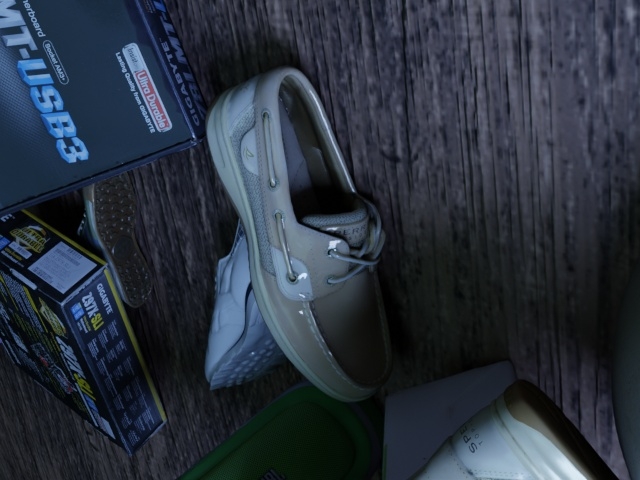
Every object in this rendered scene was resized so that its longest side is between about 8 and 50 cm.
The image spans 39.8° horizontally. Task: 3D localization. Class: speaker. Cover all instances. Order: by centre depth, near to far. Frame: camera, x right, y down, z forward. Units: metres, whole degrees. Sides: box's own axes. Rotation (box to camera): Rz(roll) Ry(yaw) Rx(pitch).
[{"bbox_3d":[-0.065,0.248,0.834,0.131,0.296,0.131,24,130,32],"label":"speaker"}]

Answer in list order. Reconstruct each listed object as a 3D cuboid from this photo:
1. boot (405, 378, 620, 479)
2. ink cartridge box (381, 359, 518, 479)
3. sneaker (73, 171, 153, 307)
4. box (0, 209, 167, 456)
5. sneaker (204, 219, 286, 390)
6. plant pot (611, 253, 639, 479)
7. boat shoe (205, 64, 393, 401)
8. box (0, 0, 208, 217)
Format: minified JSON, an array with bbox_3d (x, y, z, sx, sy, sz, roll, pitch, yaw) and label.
[{"bbox_3d":[0.123,0.241,0.527,0.203,0.095,0.262,-38,89,14],"label":"boot"},{"bbox_3d":[0.162,0.302,0.705,0.119,0.207,0.354,-20,103,11],"label":"ink cartridge box"},{"bbox_3d":[-0.259,-0.011,1.032,0.086,0.064,0.192,14,127,32],"label":"sneaker"},{"bbox_3d":[-0.337,0.103,1.125,0.257,0.079,0.322,26,144,28],"label":"box"},{"bbox_3d":[-0.074,0.070,0.908,0.095,0.090,0.235,57,142,26],"label":"sneaker"},{"bbox_3d":[0.279,0.102,0.489,0.284,0.191,0.284,25,131,32],"label":"plant pot"},{"bbox_3d":[0.000,0.000,0.762,0.098,0.109,0.302,-13,100,49],"label":"boat shoe"},{"bbox_3d":[-0.289,-0.187,0.847,0.293,0.073,0.296,-16,106,18],"label":"box"}]
